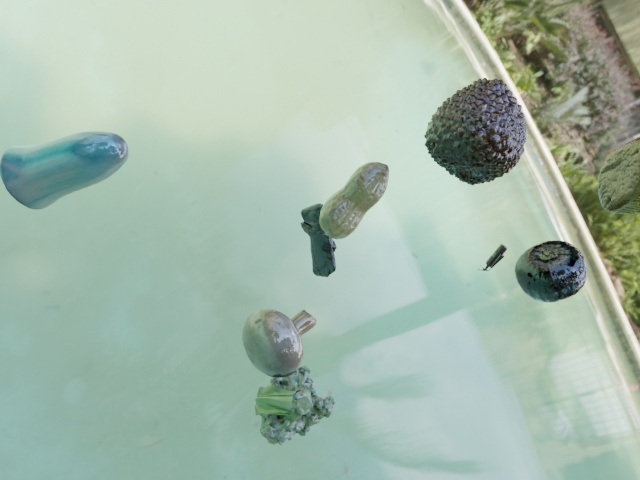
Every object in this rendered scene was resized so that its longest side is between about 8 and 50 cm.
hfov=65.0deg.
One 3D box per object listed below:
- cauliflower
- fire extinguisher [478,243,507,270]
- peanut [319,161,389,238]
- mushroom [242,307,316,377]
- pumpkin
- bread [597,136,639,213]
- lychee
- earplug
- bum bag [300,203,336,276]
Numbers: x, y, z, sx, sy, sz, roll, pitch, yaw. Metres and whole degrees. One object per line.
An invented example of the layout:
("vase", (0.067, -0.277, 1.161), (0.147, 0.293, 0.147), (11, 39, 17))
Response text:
("cauliflower", (-0.084, 0.505, 1.552), (0.256, 0.315, 0.239), (-40, 88, -27))
("fire extinguisher", (0.512, 0.059, 1.472), (0.032, 0.100, 0.046), (28, 15, -31))
("peanut", (0.094, -0.118, 1.412), (0.123, 0.256, 0.123), (39, 3, -3))
("mushroom", (-0.109, 0.274, 1.437), (0.215, 0.207, 0.207), (-31, 94, -32))
("pumpkin", (0.785, 0.102, 1.716), (0.163, 0.233, 0.233), (57, 27, -28))
("bread", (0.967, -0.195, 1.531), (0.253, 0.143, 0.227), (126, -29, -83))
("lychee", (0.393, -0.279, 1.248), (0.271, 0.271, 0.271), (40, 36, -37))
("earplug", (-0.670, -0.217, 1.365), (0.185, 0.324, 0.185), (-16, 90, -75))
("bum bag", (0.000, 0.000, 1.695), (0.060, 0.123, 0.248), (-16, 95, -43))
